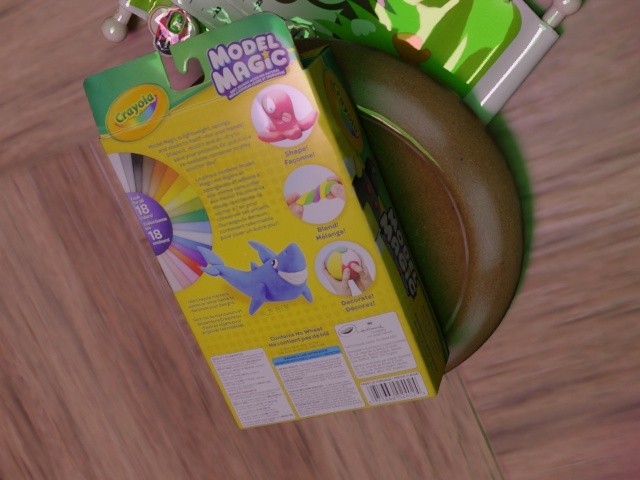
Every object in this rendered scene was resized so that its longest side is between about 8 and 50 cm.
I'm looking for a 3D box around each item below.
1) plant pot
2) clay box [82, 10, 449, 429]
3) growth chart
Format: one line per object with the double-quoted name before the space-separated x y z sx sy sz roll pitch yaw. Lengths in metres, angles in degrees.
"plant pot" 0.000 0.000 0.583 0.236 0.032 0.236 7 117 14
"clay box" -0.027 -0.008 0.538 0.128 0.053 0.222 -14 109 24
"growth chart" 0.008 -0.134 0.554 0.237 0.021 0.172 30 115 2
